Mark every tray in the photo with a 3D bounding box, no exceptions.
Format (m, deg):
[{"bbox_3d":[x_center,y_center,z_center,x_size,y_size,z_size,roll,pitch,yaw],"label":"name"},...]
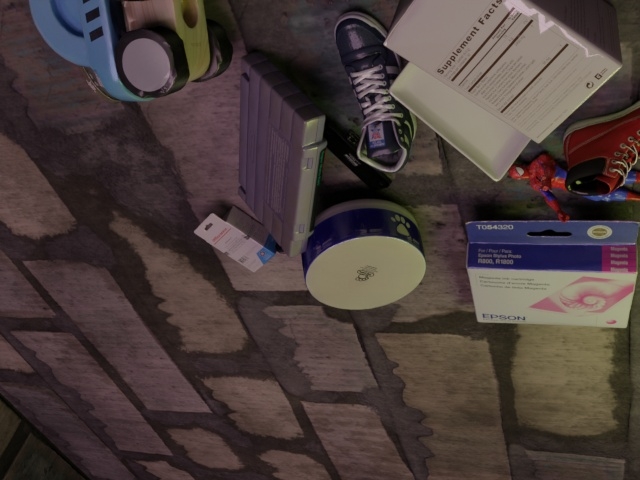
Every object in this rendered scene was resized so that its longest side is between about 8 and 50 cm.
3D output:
[{"bbox_3d":[0.256,-0.237,1.152,0.270,0.030,0.145,36,92,-18],"label":"tray"}]

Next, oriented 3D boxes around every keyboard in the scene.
[{"bbox_3d":[0.078,-0.177,1.330,0.192,0.038,0.100,40,157,-23],"label":"keyboard"}]

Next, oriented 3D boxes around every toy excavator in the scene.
[{"bbox_3d":[-0.407,-0.442,1.066,0.445,0.222,0.432,2,114,16],"label":"toy excavator"}]

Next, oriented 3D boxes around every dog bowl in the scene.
[{"bbox_3d":[0.091,0.036,1.422,0.265,0.104,0.265,-4,140,-3],"label":"dog bowl"}]

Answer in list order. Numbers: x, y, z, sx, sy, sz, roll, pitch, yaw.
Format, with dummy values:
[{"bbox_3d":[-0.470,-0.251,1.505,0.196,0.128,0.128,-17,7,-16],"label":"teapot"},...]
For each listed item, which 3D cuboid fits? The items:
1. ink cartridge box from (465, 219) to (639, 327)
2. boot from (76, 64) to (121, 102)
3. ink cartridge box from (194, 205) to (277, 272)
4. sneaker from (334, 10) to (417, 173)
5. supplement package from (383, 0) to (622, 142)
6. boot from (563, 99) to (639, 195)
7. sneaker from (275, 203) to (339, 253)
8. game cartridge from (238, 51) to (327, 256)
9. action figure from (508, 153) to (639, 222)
[{"bbox_3d":[0.476,0.079,1.369,0.324,0.071,0.330,0,147,21],"label":"ink cartridge box"},{"bbox_3d":[-0.380,-0.374,1.264,0.209,0.076,0.189,-17,128,25],"label":"boot"},{"bbox_3d":[-0.198,-0.012,1.569,0.180,0.060,0.104,35,136,-17],"label":"ink cartridge box"},{"bbox_3d":[0.094,-0.248,1.150,0.099,0.153,0.282,-9,130,27],"label":"sneaker"},{"bbox_3d":[0.273,-0.322,0.990,0.293,0.177,0.175,30,137,-10],"label":"supplement package"},{"bbox_3d":[0.524,-0.152,1.077,0.244,0.176,0.088,-19,124,32],"label":"boot"},{"bbox_3d":[0.000,0.000,1.498,0.224,0.083,0.098,-22,128,35],"label":"sneaker"},{"bbox_3d":[-0.082,-0.156,1.286,0.230,0.068,0.355,46,147,28],"label":"game cartridge"},{"bbox_3d":[0.482,-0.083,1.198,0.280,0.139,0.091,13,136,10],"label":"action figure"}]
